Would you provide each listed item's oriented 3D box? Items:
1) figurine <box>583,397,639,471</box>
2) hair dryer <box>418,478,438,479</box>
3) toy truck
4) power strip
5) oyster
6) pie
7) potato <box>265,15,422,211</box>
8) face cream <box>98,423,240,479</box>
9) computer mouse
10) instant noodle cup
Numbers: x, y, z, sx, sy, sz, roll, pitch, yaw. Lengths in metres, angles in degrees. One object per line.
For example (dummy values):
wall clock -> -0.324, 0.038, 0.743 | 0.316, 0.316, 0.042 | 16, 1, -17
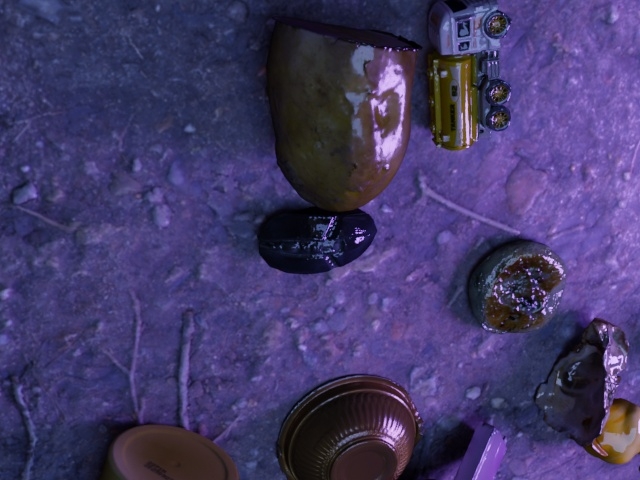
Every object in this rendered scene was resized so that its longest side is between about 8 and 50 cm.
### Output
figurine -> 0.572, 0.367, 1.812 | 0.246, 0.131, 0.156 | 23, 142, -33
hair dryer -> 0.077, 0.544, 1.760 | 0.344, 0.107, 0.189 | -32, 159, 22
toy truck -> 0.213, -0.246, 1.412 | 0.114, 0.098, 0.227 | -9, 119, -5
power strip -> 0.261, 0.458, 1.710 | 0.279, 0.037, 0.109 | -60, 145, -25
oyster -> 0.486, 0.250, 1.720 | 0.107, 0.161, 0.233 | 1, 109, -41
pie -> 0.341, 0.086, 1.644 | 0.186, 0.041, 0.187 | -7, 117, -14
potato -> 0.024, -0.166, 1.334 | 0.229, 0.229, 0.266 | 1, 111, -17
face cream -> -0.256, 0.428, 1.535 | 0.218, 0.218, 0.179 | 13, 110, -22
computer mouse -> 0.000, 0.000, 1.490 | 0.192, 0.062, 0.106 | -7, 117, -14
instant noodle cup -> 0.062, 0.373, 1.675 | 0.273, 0.091, 0.274 | -7, 118, -13
